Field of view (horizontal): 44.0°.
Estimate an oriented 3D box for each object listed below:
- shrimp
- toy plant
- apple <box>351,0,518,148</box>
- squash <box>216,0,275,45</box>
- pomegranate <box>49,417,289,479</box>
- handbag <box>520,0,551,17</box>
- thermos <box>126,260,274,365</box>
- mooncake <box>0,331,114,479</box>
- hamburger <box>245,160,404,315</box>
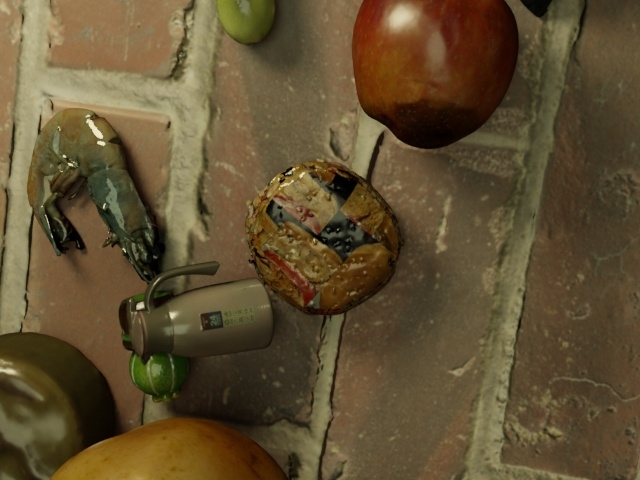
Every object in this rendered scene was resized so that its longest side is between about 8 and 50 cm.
[{"bbox_3d":[-0.345,-0.048,1.166,0.178,0.075,0.289,-22,97,16],"label":"shrimp"},{"bbox_3d":[-0.244,0.161,1.177,0.092,0.093,0.162,-7,98,6],"label":"toy plant"},{"bbox_3d":[0.140,-0.229,1.016,0.230,0.230,0.230,1,99,5],"label":"apple"},{"bbox_3d":[-0.100,-0.395,1.085,0.083,0.083,0.250,3,96,5],"label":"squash"},{"bbox_3d":[-0.215,0.449,1.068,0.416,0.416,0.417,1,99,5],"label":"pomegranate"},{"bbox_3d":[0.275,-0.422,0.989,0.211,0.254,0.089,41,56,-4],"label":"handbag"},{"bbox_3d":[-0.174,0.099,1.110,0.193,0.105,0.137,-6,105,-26],"label":"thermos"},{"bbox_3d":[-0.467,0.287,1.187,0.284,0.155,0.284,1,101,4],"label":"mooncake"},{"bbox_3d":[0.000,0.000,1.125,0.231,0.107,0.231,0,100,-2],"label":"hamburger"}]
